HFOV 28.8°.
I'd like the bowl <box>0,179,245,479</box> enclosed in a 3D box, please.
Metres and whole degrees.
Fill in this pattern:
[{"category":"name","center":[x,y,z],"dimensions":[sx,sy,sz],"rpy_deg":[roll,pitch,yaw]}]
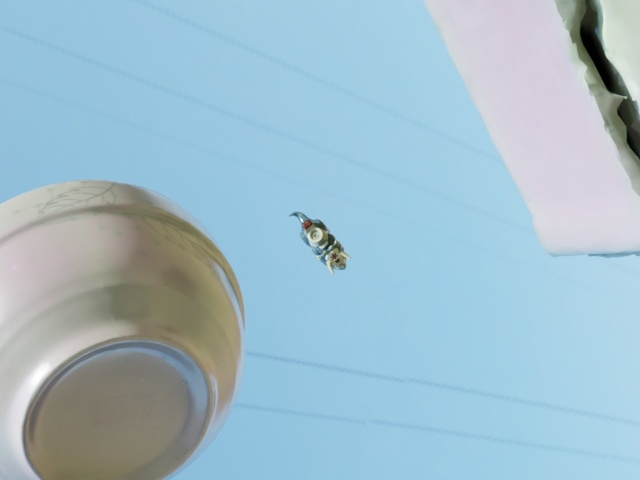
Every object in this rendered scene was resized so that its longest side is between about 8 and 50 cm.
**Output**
[{"category":"bowl","center":[-0.183,0.108,1.028],"dimensions":[0.287,0.287,0.144],"rpy_deg":[33,-170,-37]}]

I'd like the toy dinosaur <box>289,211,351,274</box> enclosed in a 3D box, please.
[{"category":"toy dinosaur","center":[0.000,0.000,1.354],"dimensions":[0.083,0.030,0.047],"rpy_deg":[50,180,18]}]

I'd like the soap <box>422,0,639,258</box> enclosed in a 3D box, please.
[{"category":"soap","center":[0.230,-0.141,0.433],"dimensions":[0.446,0.261,0.156],"rpy_deg":[-23,-85,-17]}]
